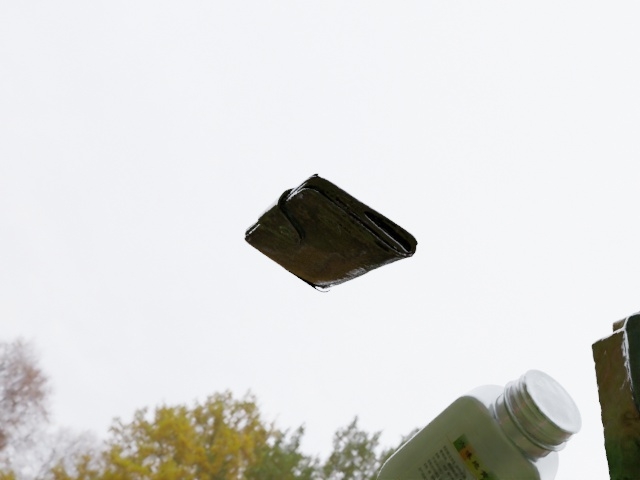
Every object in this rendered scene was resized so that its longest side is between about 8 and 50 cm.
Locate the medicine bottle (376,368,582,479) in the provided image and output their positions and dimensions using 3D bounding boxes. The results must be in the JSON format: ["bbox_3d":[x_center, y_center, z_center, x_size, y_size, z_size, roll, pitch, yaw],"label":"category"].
[{"bbox_3d":[0.239,0.330,1.266,0.179,0.124,0.324,52,-57,21],"label":"medicine bottle"}]

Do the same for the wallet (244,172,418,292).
[{"bbox_3d":[0.000,0.000,1.160,0.172,0.045,0.318,33,-20,-11],"label":"wallet"}]

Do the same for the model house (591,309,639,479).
[{"bbox_3d":[0.495,0.164,0.886,0.280,0.312,0.245,134,-37,-59],"label":"model house"}]
